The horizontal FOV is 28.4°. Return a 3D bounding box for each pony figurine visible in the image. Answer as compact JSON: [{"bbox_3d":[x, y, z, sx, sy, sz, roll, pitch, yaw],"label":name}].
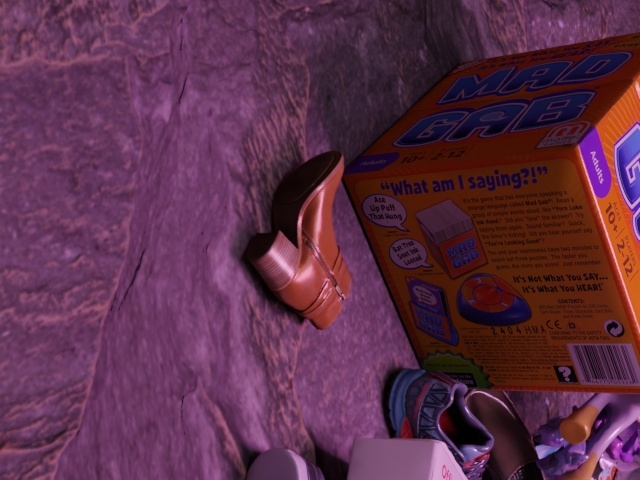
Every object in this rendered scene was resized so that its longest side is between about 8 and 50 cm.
[{"bbox_3d":[0.452,0.222,1.826,0.303,0.351,0.363,55,43,-3],"label":"pony figurine"}]

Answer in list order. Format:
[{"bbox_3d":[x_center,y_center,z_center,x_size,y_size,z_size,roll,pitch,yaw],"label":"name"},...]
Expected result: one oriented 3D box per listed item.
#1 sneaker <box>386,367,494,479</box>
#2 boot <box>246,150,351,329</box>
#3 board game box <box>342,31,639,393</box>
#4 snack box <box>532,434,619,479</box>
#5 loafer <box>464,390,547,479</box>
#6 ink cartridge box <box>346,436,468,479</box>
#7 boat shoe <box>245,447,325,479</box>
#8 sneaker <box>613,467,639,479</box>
[{"bbox_3d":[0.179,0.298,1.717,0.104,0.125,0.262,-39,115,-43],"label":"sneaker"},{"bbox_3d":[0.000,0.000,1.581,0.152,0.073,0.197,48,65,-34],"label":"boot"},{"bbox_3d":[0.318,-0.038,1.731,0.356,0.356,0.356,-44,119,-42],"label":"board game box"},{"bbox_3d":[0.404,0.397,2.019,0.322,0.060,0.187,-4,90,-49],"label":"snack box"},{"bbox_3d":[0.276,0.302,1.819,0.094,0.087,0.251,-33,101,-15],"label":"loafer"},{"bbox_3d":[0.099,0.409,1.562,0.207,0.117,0.283,58,38,-55],"label":"ink cartridge box"},{"bbox_3d":[-0.038,0.398,1.469,0.102,0.108,0.301,34,48,-47],"label":"boat shoe"},{"bbox_3d":[0.616,0.406,2.066,0.262,0.121,0.099,0,81,-27],"label":"sneaker"}]
